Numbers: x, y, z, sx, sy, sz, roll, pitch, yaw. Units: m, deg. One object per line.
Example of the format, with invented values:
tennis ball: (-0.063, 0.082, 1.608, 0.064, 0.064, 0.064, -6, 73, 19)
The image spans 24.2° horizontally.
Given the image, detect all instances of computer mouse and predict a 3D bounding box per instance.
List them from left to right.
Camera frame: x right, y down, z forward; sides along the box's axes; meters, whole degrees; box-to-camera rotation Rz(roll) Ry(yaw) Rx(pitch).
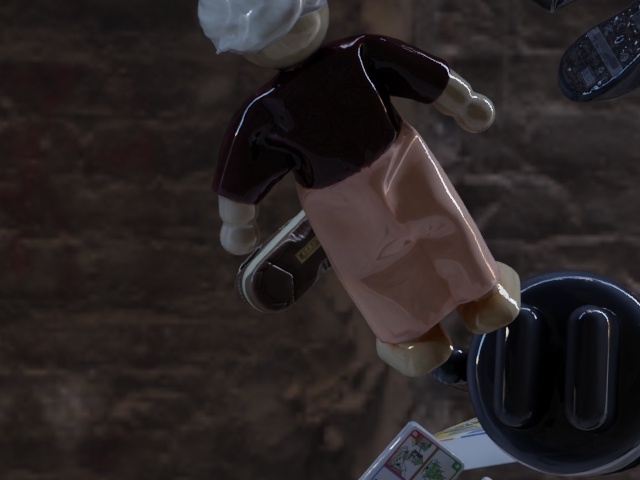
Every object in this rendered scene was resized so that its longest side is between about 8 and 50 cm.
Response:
computer mouse: (0.407, -0.218, 1.703, 0.262, 0.184, 0.060, -41, -44, 15)

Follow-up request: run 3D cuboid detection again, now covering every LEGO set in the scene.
LEGO set: (0.065, 0.271, 1.107, 0.182, 0.244, 0.060, 37, 14, -3)

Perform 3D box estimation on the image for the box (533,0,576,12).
box: (0.227, -0.351, 1.427, 0.322, 0.079, 0.257, -29, 51, -35)

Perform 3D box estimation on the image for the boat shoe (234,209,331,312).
boat shoe: (-0.004, -0.007, 1.820, 0.257, 0.095, 0.095, -34, 11, -23)

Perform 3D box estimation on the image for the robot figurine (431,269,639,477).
robot figurine: (0.225, 0.115, 1.281, 0.209, 0.173, 0.278, 42, 7, 22)

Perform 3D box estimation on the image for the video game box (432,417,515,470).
video game box: (0.233, 0.241, 1.842, 0.205, 0.048, 0.187, -17, -6, 38)

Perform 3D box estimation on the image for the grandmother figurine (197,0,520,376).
grandmother figurine: (0.015, -0.062, 1.030, 0.208, 0.342, 0.104, -35, 30, -11)
